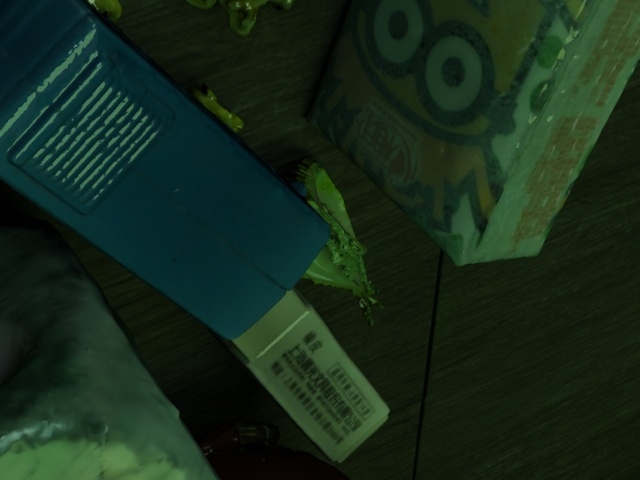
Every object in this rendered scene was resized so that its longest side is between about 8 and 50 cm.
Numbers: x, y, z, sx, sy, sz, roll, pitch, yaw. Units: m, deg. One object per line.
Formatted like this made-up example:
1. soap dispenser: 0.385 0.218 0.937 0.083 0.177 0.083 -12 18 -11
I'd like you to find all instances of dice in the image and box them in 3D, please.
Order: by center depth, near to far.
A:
1. dice: -0.244 0.207 1.259 0.348 0.330 0.328 -35 123 -12

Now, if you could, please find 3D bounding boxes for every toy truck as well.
1. toy truck: -0.145 -0.063 1.287 0.161 0.162 0.385 -46 144 1

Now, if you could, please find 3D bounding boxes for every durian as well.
1. durian: 0.000 0.000 1.532 0.086 0.100 0.215 -39 145 -5

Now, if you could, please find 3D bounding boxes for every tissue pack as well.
1. tissue pack: 0.133 -0.167 1.389 0.128 0.228 0.311 -6 130 -40

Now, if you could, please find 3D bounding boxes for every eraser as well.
1. eraser: -0.039 0.091 1.564 0.081 0.124 0.279 -42 143 -4

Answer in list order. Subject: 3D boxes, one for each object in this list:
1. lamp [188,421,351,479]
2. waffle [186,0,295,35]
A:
1. lamp: -0.085 0.305 1.611 0.303 0.257 0.303 -4 164 -1
2. waffle: -0.043 -0.268 1.269 0.204 0.054 0.223 32 102 -42
